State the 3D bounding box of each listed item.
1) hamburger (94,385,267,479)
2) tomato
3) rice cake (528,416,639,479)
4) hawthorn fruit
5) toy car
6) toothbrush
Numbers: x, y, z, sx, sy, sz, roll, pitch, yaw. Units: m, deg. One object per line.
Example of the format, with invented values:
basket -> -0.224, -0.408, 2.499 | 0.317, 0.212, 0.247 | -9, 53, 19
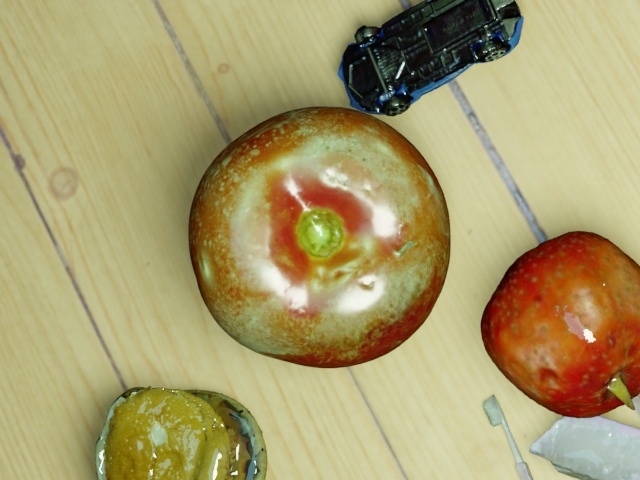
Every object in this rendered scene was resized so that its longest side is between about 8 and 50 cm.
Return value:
hamburger -> -0.154, 0.238, 2.112 | 0.185, 0.113, 0.177 | -28, 78, 26
tomato -> 0.000, 0.000, 2.010 | 0.270, 0.222, 0.270 | 0, 88, -1
rice cake -> 0.397, 0.249, 1.882 | 0.399, 0.064, 0.070 | 19, 80, 25
hawthorn fruit -> 0.258, 0.094, 1.892 | 0.179, 0.179, 0.200 | -46, 52, 12
toy car -> 0.118, -0.205, 2.072 | 0.216, 0.063, 0.103 | -28, 72, 24
toothbrush -> 0.210, 0.248, 1.993 | 0.017, 0.014, 0.194 | -30, 72, 17
